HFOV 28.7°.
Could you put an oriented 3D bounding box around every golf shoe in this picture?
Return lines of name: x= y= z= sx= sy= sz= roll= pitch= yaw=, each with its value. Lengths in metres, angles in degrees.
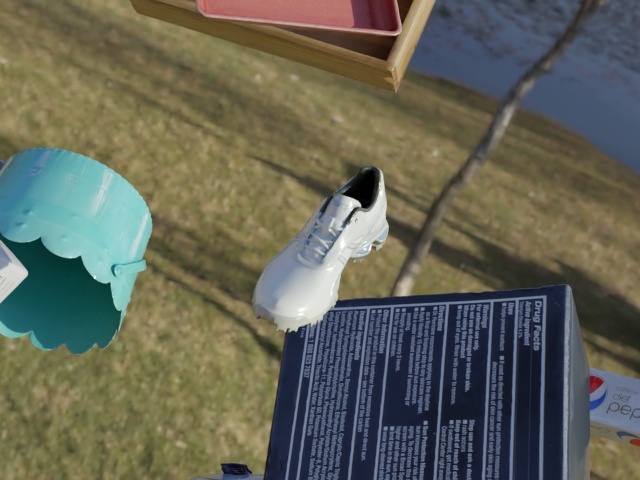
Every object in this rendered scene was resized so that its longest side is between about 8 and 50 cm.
golf shoe: x=0.000 y=0.000 z=1.038 sx=0.069 sy=0.086 sz=0.176 roll=24 pitch=45 yaw=16

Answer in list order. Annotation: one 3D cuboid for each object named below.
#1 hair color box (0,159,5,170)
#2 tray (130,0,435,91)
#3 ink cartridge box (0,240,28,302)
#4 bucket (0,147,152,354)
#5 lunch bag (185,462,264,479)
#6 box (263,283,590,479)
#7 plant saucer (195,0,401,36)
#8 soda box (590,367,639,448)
hair color box: x=-0.560 y=-0.031 z=2.080 sx=0.185 sy=0.113 sz=0.374 roll=-33 pitch=38 yaw=-26
tray: x=-0.049 y=-0.368 z=1.784 sx=0.411 sy=0.202 sz=0.076 roll=19 pitch=-16 yaw=14
ink cartridge box: x=-0.397 y=0.034 z=1.045 sx=0.117 sy=0.201 sz=0.278 roll=43 pitch=-4 yaw=15
bucket: x=-0.382 y=0.014 z=1.793 sx=0.281 sy=0.281 sz=0.183 roll=21 pitch=53 yaw=-1
lunch bag: x=-0.123 y=0.363 z=1.577 sx=0.243 sy=0.114 sz=0.303 roll=-7 pitch=1 yaw=33
box: x=0.114 y=0.218 z=1.246 sx=0.294 sy=0.182 sz=0.296 roll=-4 pitch=55 yaw=19
plant saucer: x=-0.044 y=-0.359 z=1.529 sx=0.259 sy=0.048 sz=0.258 roll=1 pitch=65 yaw=-22
soda box: x=0.394 y=0.221 z=1.634 sx=0.216 sy=0.074 sz=0.069 roll=12 pitch=-23 yaw=42
